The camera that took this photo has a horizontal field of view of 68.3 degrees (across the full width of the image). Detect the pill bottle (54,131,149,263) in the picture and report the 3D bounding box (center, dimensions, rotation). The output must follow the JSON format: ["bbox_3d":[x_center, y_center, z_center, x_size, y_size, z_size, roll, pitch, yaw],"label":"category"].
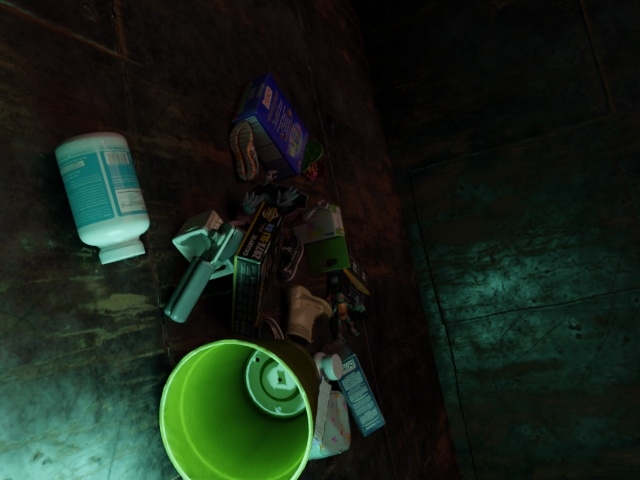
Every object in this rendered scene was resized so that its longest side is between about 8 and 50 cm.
[{"bbox_3d":[-0.461,-0.087,1.017,0.146,0.146,0.264,-18,94,-65],"label":"pill bottle"}]

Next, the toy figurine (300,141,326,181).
[{"bbox_3d":[-0.035,-0.327,2.121,0.173,0.130,0.159,-66,150,-22],"label":"toy figurine"}]

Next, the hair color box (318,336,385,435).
[{"bbox_3d":[0.123,0.573,1.859,0.347,0.105,0.174,67,-12,-18],"label":"hair color box"}]

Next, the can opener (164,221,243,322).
[{"bbox_3d":[-0.288,0.082,1.213,0.095,0.076,0.284,35,78,-39],"label":"can opener"}]

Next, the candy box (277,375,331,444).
[{"bbox_3d":[-0.065,0.540,1.491,0.070,0.164,0.196,55,32,-34],"label":"candy box"}]

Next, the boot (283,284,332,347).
[{"bbox_3d":[-0.045,0.302,1.747,0.262,0.095,0.204,44,39,-47],"label":"boot"}]

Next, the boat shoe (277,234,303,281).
[{"bbox_3d":[-0.116,0.052,1.761,0.065,0.075,0.206,55,36,-43],"label":"boat shoe"}]

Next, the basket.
[{"bbox_3d":[-0.311,0.012,1.326,0.167,0.113,0.103,58,26,-32],"label":"basket"}]

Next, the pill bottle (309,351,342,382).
[{"bbox_3d":[-0.026,0.439,1.604,0.112,0.186,0.112,43,40,-51],"label":"pill bottle"}]

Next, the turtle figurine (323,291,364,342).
[{"bbox_3d":[0.097,0.307,2.000,0.118,0.175,0.234,-142,-139,-69],"label":"turtle figurine"}]

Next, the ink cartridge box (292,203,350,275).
[{"bbox_3d":[0.000,0.000,1.896,0.097,0.188,0.255,4,74,-65],"label":"ink cartridge box"}]

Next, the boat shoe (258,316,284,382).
[{"bbox_3d":[-0.157,0.360,1.494,0.068,0.081,0.228,-10,89,-69],"label":"boat shoe"}]

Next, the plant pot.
[{"bbox_3d":[-0.152,0.405,1.215,0.353,0.366,0.367,2,75,-76],"label":"plant pot"}]

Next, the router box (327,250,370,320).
[{"bbox_3d":[0.136,0.206,2.202,0.309,0.081,0.243,46,38,-48],"label":"router box"}]

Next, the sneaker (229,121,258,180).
[{"bbox_3d":[-0.262,-0.309,1.654,0.083,0.084,0.215,13,70,-73],"label":"sneaker"}]

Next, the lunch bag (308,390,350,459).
[{"bbox_3d":[0.007,0.638,1.660,0.279,0.107,0.224,30,45,-60],"label":"lunch bag"}]

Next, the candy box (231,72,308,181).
[{"bbox_3d":[-0.184,-0.436,1.827,0.317,0.122,0.268,55,33,-40],"label":"candy box"}]

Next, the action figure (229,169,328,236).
[{"bbox_3d":[-0.137,-0.087,1.659,0.276,0.248,0.370,-63,175,-6],"label":"action figure"}]

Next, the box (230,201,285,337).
[{"bbox_3d":[-0.185,0.087,1.392,0.257,0.079,0.322,-70,174,-49],"label":"box"}]
